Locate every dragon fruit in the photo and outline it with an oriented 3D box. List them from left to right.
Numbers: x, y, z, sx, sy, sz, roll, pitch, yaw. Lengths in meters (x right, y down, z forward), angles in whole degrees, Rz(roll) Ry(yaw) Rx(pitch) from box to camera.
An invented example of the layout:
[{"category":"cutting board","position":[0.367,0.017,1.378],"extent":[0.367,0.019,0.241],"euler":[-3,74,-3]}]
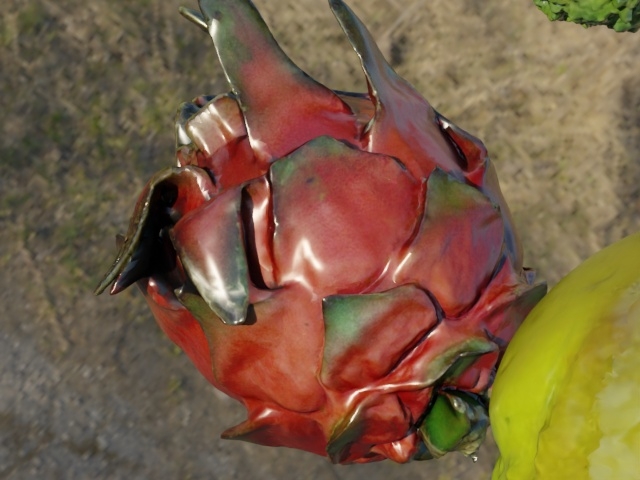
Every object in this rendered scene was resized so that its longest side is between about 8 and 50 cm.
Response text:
[{"category":"dragon fruit","position":[0.000,0.000,0.738],"extent":[0.274,0.192,0.193],"euler":[55,8,13]}]

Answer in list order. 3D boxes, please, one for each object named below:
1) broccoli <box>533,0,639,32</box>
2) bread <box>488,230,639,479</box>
[{"category":"broccoli","position":[0.148,-0.221,0.708],"extent":[0.302,0.186,0.254],"euler":[-1,86,-13]},{"category":"bread","position":[0.212,0.106,0.323],"extent":[0.383,0.112,0.166],"euler":[24,58,20]}]
